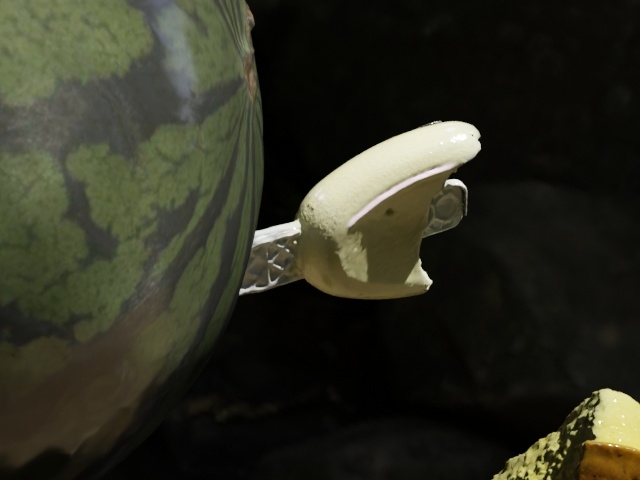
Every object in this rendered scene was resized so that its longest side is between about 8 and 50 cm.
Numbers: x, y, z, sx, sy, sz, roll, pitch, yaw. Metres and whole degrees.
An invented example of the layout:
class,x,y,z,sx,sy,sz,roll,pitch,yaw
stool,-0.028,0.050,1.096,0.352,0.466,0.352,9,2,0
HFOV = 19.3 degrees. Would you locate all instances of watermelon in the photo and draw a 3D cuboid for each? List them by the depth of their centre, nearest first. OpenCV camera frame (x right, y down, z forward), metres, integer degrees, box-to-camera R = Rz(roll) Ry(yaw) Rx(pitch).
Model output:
class,x,y,z,sx,sy,sz,roll,pitch,yaw
watermelon,-0.119,-0.025,0.427,0.212,0.212,0.212,12,31,-7

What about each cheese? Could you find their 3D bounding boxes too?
class,x,y,z,sx,sy,sz,roll,pitch,yaw
cheese,0.000,-0.001,1.278,0.235,0.127,0.050,-16,38,-22

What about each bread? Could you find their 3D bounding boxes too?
class,x,y,z,sx,sy,sz,roll,pitch,yaw
bread,0.158,0.166,1.096,0.125,0.156,0.086,31,32,-21
